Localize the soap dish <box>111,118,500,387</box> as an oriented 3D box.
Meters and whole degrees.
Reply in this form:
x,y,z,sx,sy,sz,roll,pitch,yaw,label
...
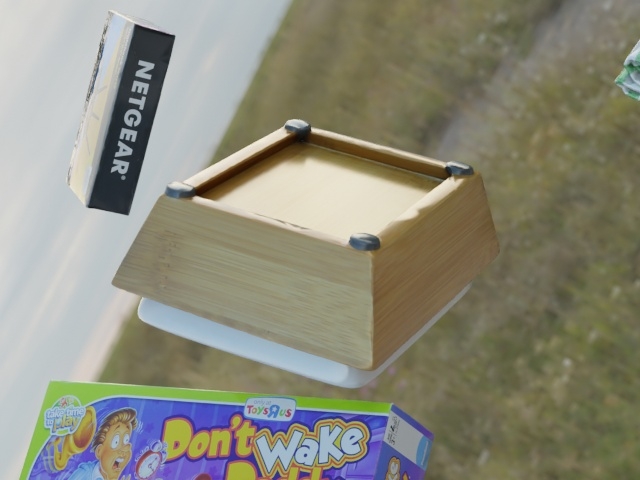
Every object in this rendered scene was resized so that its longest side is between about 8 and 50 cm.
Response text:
x,y,z,sx,sy,sz,roll,pitch,yaw,label
0.000,0.000,1.404,0.291,0.228,0.118,-36,-42,-59,soap dish

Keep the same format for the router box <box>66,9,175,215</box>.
x,y,z,sx,sy,sz,roll,pitch,yaw,label
-0.193,-0.124,1.620,0.133,0.046,0.179,-145,69,-69,router box

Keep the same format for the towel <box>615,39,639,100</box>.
x,y,z,sx,sy,sz,roll,pitch,yaw,label
0.413,-0.111,1.279,0.248,0.324,0.038,-48,-19,-41,towel

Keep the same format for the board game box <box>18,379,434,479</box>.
x,y,z,sx,sy,sz,roll,pitch,yaw,label
-0.099,0.241,1.362,0.078,0.347,0.233,41,-124,-50,board game box
